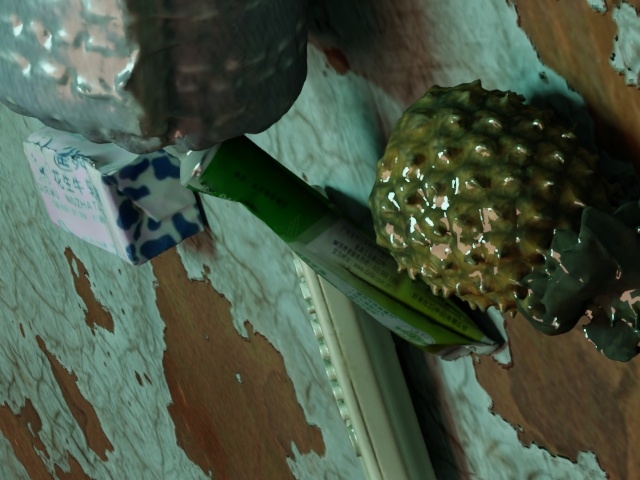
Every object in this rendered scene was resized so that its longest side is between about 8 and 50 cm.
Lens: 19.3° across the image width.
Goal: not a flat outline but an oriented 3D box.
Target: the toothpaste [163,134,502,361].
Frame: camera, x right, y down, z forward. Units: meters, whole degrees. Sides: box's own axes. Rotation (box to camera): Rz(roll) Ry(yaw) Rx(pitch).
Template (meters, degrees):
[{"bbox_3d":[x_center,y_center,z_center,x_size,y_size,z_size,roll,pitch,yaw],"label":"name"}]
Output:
[{"bbox_3d":[0.000,0.000,1.147,0.248,0.047,0.078,36,159,-11],"label":"toothpaste"}]

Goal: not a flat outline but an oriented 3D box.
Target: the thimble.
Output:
[{"bbox_3d":[-0.112,-0.167,1.103,0.236,0.205,0.172,-119,24,-55],"label":"thimble"}]

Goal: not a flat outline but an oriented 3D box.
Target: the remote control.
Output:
[{"bbox_3d":[0.027,0.076,1.253,0.090,0.049,0.230,-101,-7,-71],"label":"remote control"}]

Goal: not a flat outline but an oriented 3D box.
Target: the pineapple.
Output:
[{"bbox_3d":[0.139,0.010,0.930,0.251,0.125,0.125,29,139,36],"label":"pineapple"}]

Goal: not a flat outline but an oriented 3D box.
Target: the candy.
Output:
[{"bbox_3d":[-0.166,-0.048,1.492,0.160,0.073,0.092,23,138,54],"label":"candy"}]
